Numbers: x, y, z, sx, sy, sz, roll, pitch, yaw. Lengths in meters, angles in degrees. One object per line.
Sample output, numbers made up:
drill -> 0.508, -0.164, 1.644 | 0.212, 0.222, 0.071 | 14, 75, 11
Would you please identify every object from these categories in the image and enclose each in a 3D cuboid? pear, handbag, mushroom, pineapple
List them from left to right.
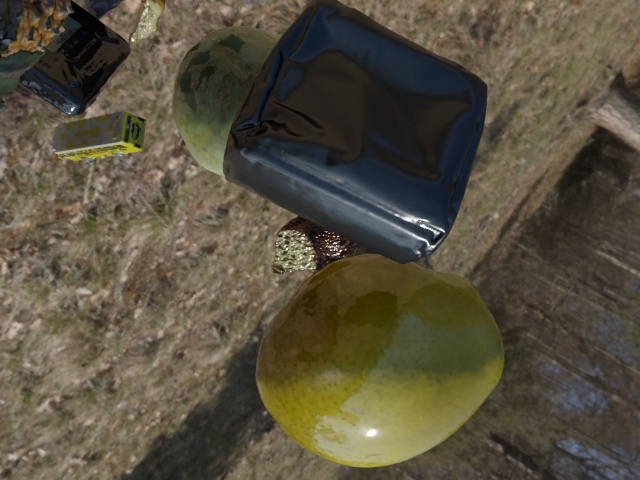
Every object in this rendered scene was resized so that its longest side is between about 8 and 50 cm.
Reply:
pineapple -> -0.390, -0.210, 0.667 | 0.365, 0.165, 0.166 | -87, -164, -47
mushroom -> -0.175, -0.318, 1.459 | 0.352, 0.352, 0.260 | -62, 169, 1
handbag -> 0.049, -0.146, 0.844 | 0.178, 0.301, 0.275 | 132, -19, -67
pear -> 0.097, 0.197, 1.071 | 0.362, 0.417, 0.363 | 169, -90, -84

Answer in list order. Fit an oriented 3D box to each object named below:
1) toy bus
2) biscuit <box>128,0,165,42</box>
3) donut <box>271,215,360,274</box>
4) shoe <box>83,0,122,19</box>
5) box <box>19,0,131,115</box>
toy bus -> -0.466, -0.214, 1.325 | 0.074, 0.226, 0.081 | 16, 77, -56
biscuit -> -0.432, -0.582, 1.592 | 0.183, 0.061, 0.118 | -33, -135, 57
donut -> -0.009, -0.003, 1.391 | 0.144, 0.186, 0.126 | -71, 164, -48
shoe -> -0.463, -0.572, 1.339 | 0.245, 0.138, 0.095 | -5, -137, 47
box -> -0.558, -0.411, 1.283 | 0.073, 0.288, 0.290 | -42, -158, 36
